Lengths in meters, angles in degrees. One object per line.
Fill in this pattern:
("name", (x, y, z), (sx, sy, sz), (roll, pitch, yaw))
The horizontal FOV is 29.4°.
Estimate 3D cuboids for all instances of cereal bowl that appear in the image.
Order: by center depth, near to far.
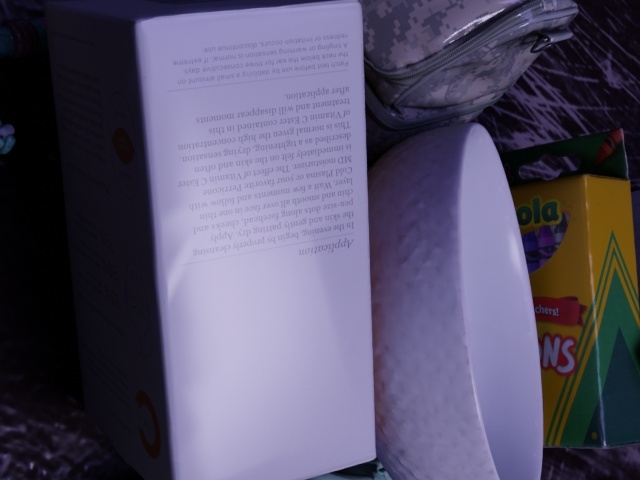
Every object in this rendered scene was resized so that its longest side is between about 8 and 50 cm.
("cereal bowl", (0.094, 0.073, 1.055), (0.339, 0.141, 0.339), (-8, 90, -71))

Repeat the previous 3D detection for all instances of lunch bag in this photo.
("lunch bag", (0.067, -0.251, 1.086), (0.212, 0.256, 0.305), (-16, 75, -46))

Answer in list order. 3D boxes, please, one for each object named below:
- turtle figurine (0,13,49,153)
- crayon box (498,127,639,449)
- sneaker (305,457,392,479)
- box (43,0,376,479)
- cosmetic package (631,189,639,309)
("turtle figurine", (-0.277, -0.160, 0.917), (0.234, 0.118, 0.175), (-49, 135, -52))
("crayon box", (0.224, 0.052, 1.263), (0.081, 0.202, 0.318), (2, 82, -40))
("sneaker", (0.059, 0.193, 1.171), (0.256, 0.094, 0.151), (14, 81, -49))
("box", (-0.084, -0.009, 0.922), (0.168, 0.215, 0.345), (-10, 108, -26))
("cosmetic package", (0.433, 0.091, 1.338), (0.365, 0.155, 0.197), (-75, 146, -61))
